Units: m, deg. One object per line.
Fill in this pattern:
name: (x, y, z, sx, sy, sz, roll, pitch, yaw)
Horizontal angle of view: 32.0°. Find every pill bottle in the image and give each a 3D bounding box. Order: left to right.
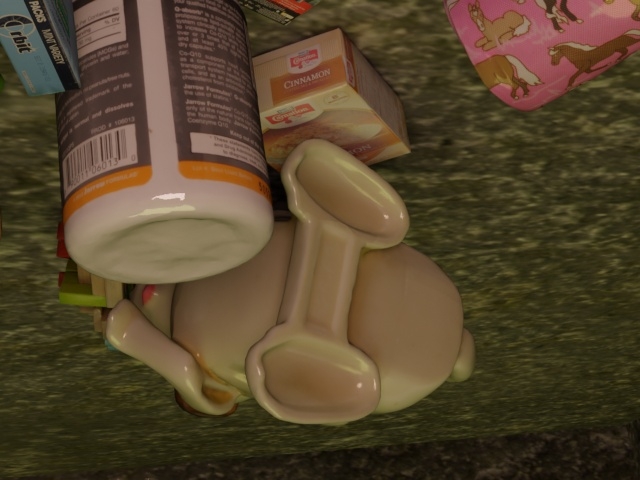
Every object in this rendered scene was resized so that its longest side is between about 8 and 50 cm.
pill bottle: (-0.131, -0.118, 0.891, 0.162, 0.278, 0.162, -7, 158, -3)

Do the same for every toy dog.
toy dog: (-0.056, 0.075, 1.304, 0.396, 0.284, 0.408, 13, 165, -39)

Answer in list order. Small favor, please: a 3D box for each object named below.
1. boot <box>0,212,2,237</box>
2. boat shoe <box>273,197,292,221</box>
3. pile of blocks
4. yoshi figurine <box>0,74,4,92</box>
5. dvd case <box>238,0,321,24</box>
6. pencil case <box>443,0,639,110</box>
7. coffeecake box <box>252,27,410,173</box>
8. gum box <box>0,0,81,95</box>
boot: (-0.513, 0.025, 1.331, 0.204, 0.095, 0.262, 5, 148, -33)
boat shoe: (0.000, 0.000, 1.512, 0.112, 0.095, 0.335, 6, 159, 19)
pile of blocks: (-0.297, 0.072, 1.470, 0.113, 0.148, 0.362, 4, 156, -1)
yoshi figurine: (-0.369, -0.145, 0.950, 0.362, 0.203, 0.203, -52, 175, 41)
dvd case: (-0.021, -0.237, 0.996, 0.119, 0.013, 0.087, -25, 153, 37)
pencil case: (0.279, -0.250, 0.874, 0.160, 0.167, 0.386, 10, 151, -43)
coffeecake box: (-0.005, -0.134, 1.181, 0.142, 0.068, 0.185, -16, 157, 20)
gum box: (-0.203, -0.216, 0.748, 0.041, 0.184, 0.157, -9, 158, -2)
